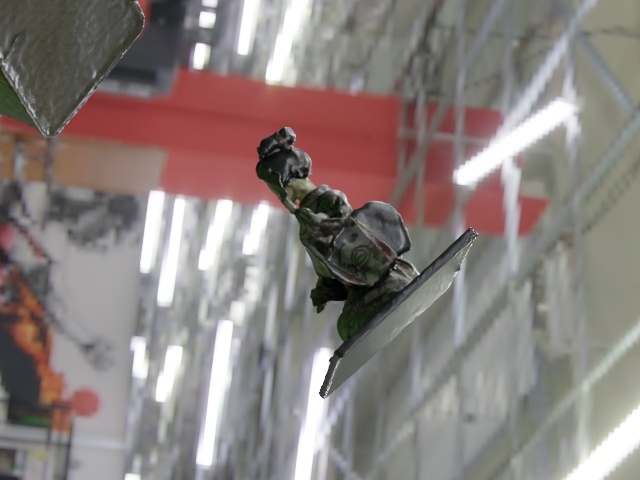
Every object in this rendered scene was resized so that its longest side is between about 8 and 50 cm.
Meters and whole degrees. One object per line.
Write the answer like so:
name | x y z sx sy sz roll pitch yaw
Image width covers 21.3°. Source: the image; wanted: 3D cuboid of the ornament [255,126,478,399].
ornament | 0.000 0.000 1.408 0.153 0.196 0.166 -39 169 -17

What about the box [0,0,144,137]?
box | -0.320 -0.261 1.717 0.184 0.143 0.273 -55 146 -22
